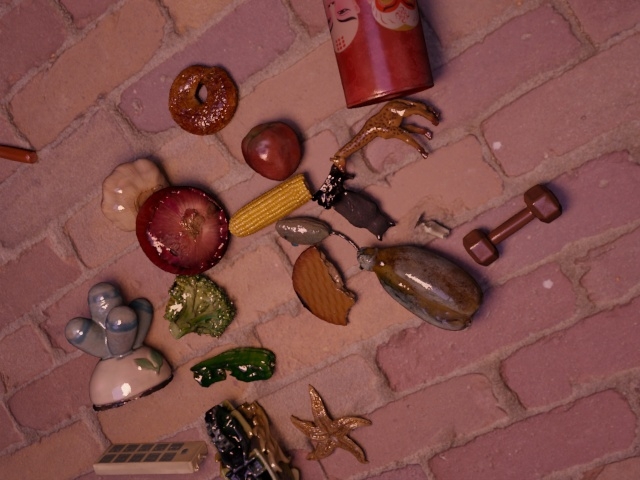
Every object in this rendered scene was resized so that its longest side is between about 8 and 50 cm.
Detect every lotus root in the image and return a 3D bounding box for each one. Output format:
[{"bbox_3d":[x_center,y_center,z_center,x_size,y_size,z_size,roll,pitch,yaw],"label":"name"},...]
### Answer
[{"bbox_3d":[0.241,0.094,1.309,0.322,0.140,0.158,32,132,12],"label":"lotus root"}]

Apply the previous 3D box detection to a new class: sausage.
[{"bbox_3d":[-0.887,-0.251,1.554,0.131,0.041,0.039,13,110,11],"label":"sausage"}]

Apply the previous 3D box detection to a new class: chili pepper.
[{"bbox_3d":[-0.248,0.357,1.513,0.253,0.083,0.099,-13,108,20],"label":"chili pepper"}]

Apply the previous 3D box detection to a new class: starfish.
[{"bbox_3d":[0.023,0.538,1.506,0.236,0.062,0.277,-36,96,24],"label":"starfish"}]

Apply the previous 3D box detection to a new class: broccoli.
[{"bbox_3d":[-0.342,0.195,1.441,0.194,0.194,0.220,-19,103,17],"label":"broccoli"}]

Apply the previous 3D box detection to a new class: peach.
[{"bbox_3d":[-0.122,-0.211,1.330,0.152,0.152,0.152,3,103,13],"label":"peach"}]

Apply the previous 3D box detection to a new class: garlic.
[{"bbox_3d":[-0.522,-0.138,1.438,0.226,0.199,0.199,24,108,35],"label":"garlic"}]

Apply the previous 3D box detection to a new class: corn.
[{"bbox_3d":[-0.129,-0.086,1.383,0.248,0.081,0.081,-29,94,18],"label":"corn"}]

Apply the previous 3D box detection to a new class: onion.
[{"bbox_3d":[-0.357,-0.022,1.389,0.161,0.248,0.248,-28,95,43],"label":"onion"}]

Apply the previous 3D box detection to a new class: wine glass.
[{"bbox_3d":[0.276,-0.032,1.318,0.083,0.039,0.042,24,98,5],"label":"wine glass"}]

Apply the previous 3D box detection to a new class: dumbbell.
[{"bbox_3d":[0.446,-0.034,1.253,0.231,0.092,0.082,-39,120,18],"label":"dumbbell"}]

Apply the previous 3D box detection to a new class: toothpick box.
[{"bbox_3d":[0.117,-0.478,1.175,0.204,0.204,0.333,-11,98,16],"label":"toothpick box"}]

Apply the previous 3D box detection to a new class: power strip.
[{"bbox_3d":[-0.509,0.659,1.627,0.367,0.106,0.043,-7,104,15],"label":"power strip"}]

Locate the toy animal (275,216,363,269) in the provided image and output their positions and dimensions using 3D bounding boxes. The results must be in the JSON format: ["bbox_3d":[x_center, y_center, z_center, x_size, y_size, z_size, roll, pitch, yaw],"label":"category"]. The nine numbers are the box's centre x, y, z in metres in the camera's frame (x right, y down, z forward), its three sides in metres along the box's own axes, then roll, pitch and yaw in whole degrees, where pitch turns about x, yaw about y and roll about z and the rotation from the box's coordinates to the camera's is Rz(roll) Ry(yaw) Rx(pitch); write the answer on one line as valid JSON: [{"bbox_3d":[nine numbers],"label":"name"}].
[{"bbox_3d":[0.006,-0.007,1.384,0.253,0.070,0.079,18,141,-3],"label":"toy animal"}]

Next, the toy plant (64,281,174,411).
[{"bbox_3d":[-0.570,0.276,1.502,0.247,0.247,0.332,-15,94,16],"label":"toy plant"}]

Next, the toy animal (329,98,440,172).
[{"bbox_3d":[0.150,-0.251,1.267,0.275,0.054,0.149,-10,104,-1],"label":"toy animal"}]

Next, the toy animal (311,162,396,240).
[{"bbox_3d":[0.090,-0.086,1.314,0.210,0.117,0.121,36,101,6],"label":"toy animal"}]

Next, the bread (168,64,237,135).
[{"bbox_3d":[-0.304,-0.359,1.378,0.193,0.064,0.193,2,99,14],"label":"bread"}]

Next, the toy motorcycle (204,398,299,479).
[{"bbox_3d":[-0.174,0.614,1.471,0.168,0.237,0.410,-33,90,3],"label":"toy motorcycle"}]

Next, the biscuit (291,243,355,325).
[{"bbox_3d":[0.010,0.114,1.397,0.176,0.031,0.229,10,119,13],"label":"biscuit"}]
